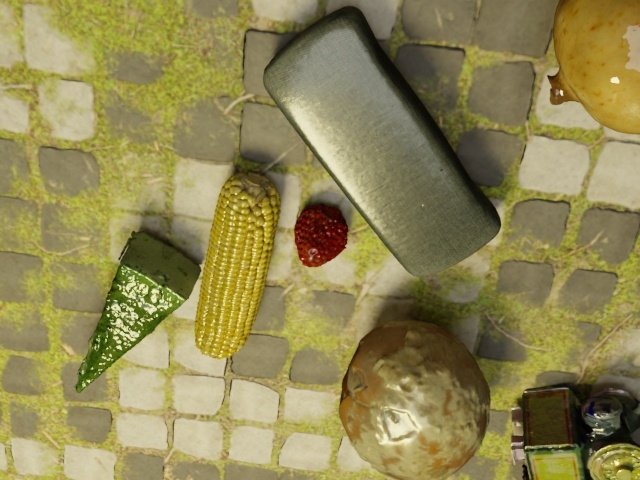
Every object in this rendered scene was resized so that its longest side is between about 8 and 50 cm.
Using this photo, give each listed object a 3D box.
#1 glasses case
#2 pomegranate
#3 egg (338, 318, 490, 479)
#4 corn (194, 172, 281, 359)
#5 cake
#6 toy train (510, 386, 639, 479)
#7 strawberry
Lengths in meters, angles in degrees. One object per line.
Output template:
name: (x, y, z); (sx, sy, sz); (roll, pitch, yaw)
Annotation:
glasses case: (0.073, -0.102, 0.872); (0.131, 0.074, 0.323); (-31, 112, 20)
pomegranate: (0.308, -0.194, 0.754); (0.196, 0.196, 0.196); (2, 119, 3)
egg: (0.119, 0.208, 0.977); (0.195, 0.195, 0.233); (-6, 133, 7)
corn: (-0.105, 0.034, 0.957); (0.081, 0.081, 0.248); (13, 118, -3)
cake: (-0.241, 0.110, 0.996); (0.099, 0.100, 0.235); (24, 117, -9)
toy train: (0.367, 0.316, 1.055); (0.178, 0.134, 0.260); (-9, 118, 18)
strawberry: (0.000, 0.000, 0.932); (0.073, 0.083, 0.073); (2, 128, 3)
